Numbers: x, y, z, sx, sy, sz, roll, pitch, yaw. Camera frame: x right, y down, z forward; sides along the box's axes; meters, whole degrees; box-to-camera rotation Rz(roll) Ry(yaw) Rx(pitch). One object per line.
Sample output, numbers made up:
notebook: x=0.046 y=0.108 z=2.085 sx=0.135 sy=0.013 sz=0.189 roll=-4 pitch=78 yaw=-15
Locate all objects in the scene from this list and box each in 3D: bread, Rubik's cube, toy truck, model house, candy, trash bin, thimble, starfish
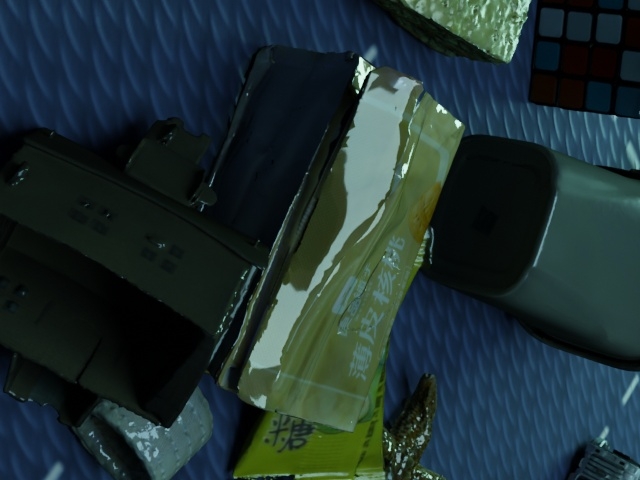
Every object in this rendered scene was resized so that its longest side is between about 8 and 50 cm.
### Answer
bread: x=0.119 y=-0.266 z=1.376 sx=0.196 sy=0.102 sz=0.138 roll=22 pitch=83 yaw=-44
Rubik's cube: x=0.347 y=-0.223 z=1.587 sx=0.154 sy=0.151 sz=0.155 roll=-10 pitch=107 yaw=-45
toy truck: x=0.410 y=0.353 z=1.857 sx=0.227 sy=0.098 sz=0.114 roll=39 pitch=79 yaw=-46
model house: x=-0.157 y=0.005 z=1.135 sx=0.204 sy=0.211 sz=0.243 roll=-56 pitch=-172 yaw=42
candy: x=0.011 y=0.127 z=1.381 sx=0.187 sy=0.081 sz=0.297 roll=2 pitch=100 yaw=-23
trash bin: x=0.257 y=0.004 z=1.519 sx=0.250 sy=0.219 sz=0.220 roll=19 pitch=87 yaw=-40
thimble: x=-0.153 y=0.152 z=1.217 sx=0.090 sy=0.102 sz=0.115 roll=-46 pitch=144 yaw=-30
starfish: x=0.072 y=0.258 z=1.507 sx=0.277 sy=0.062 sz=0.236 roll=44 pitch=71 yaw=-34

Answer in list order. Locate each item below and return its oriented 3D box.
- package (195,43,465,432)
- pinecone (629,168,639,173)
package: x=0.007 y=0.000 z=1.241 sx=0.221 sy=0.165 sz=0.311 roll=24 pitch=86 yaw=-18
pinecone: x=0.448 y=0.002 z=1.723 sx=0.229 sy=0.202 sz=0.201 roll=14 pitch=135 yaw=-28
